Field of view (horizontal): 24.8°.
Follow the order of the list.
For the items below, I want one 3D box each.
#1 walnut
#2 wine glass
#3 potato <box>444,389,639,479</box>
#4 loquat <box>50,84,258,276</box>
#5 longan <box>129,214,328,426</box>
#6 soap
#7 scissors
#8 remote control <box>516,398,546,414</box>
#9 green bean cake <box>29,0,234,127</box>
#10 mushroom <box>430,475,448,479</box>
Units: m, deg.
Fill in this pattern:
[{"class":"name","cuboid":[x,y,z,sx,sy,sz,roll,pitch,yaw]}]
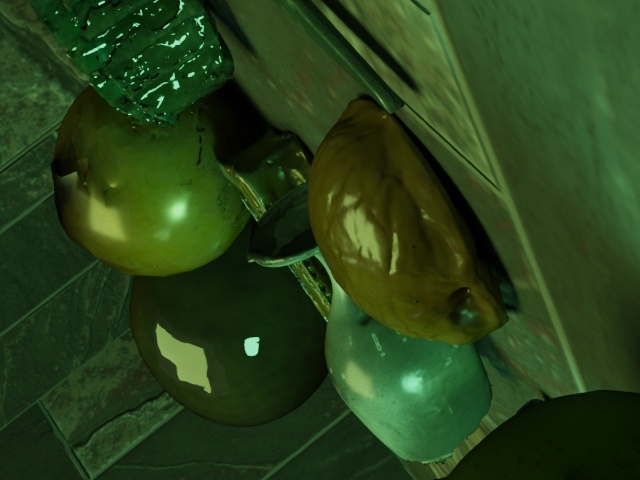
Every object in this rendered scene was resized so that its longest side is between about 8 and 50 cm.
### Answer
[{"class":"walnut","cuboid":[0.044,0.000,0.994,0.167,0.087,0.211,52,176,41]},{"class":"wine glass","cuboid":[0.047,0.066,1.204,0.241,0.126,0.126,56,173,-27]},{"class":"potato","cuboid":[0.151,0.187,0.734,0.216,0.216,0.304,49,-177,29]},{"class":"loquat","cuboid":[-0.174,-0.077,1.542,0.235,0.235,0.235,51,174,7]},{"class":"longan","cuboid":[-0.107,0.100,1.902,0.297,0.297,0.297,51,174,7]},{"class":"soap","cuboid":[-0.001,0.001,1.424,0.233,0.076,0.135,54,174,-14]},{"class":"scissors","cuboid":[-0.086,-0.223,0.921,0.447,0.029,0.192,50,174,28]},{"class":"remote control","cuboid":[0.202,0.168,1.096,0.152,0.027,0.043,44,164,45]},{"class":"green bean cake","cuboid":[-0.195,-0.235,1.219,0.241,0.132,0.255,48,175,36]},{"class":"mushroom","cuboid":[0.178,0.433,1.563,0.362,0.294,0.362,49,175,6]}]
